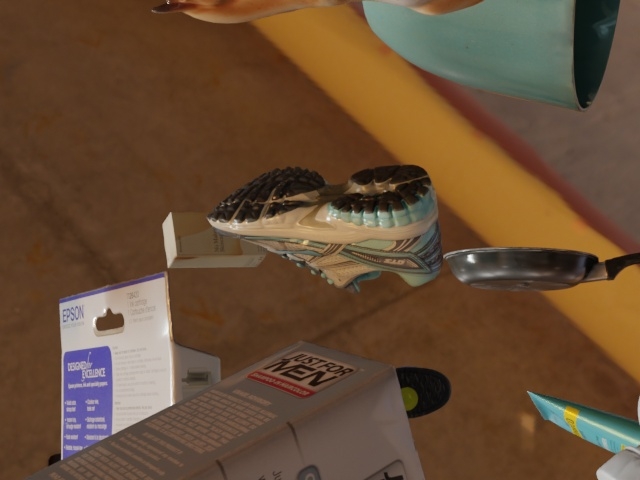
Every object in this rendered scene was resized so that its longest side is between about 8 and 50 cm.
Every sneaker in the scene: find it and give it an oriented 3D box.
[{"bbox_3d":[0.067,0.209,1.540,0.209,0.082,0.069,-12,-91,-12],"label":"sneaker"},{"bbox_3d":[0.000,0.000,1.203,0.283,0.122,0.110,3,-146,40],"label":"sneaker"}]

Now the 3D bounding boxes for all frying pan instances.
[{"bbox_3d":[0.320,0.038,1.507,0.326,0.197,0.053,4,-98,-10],"label":"frying pan"}]

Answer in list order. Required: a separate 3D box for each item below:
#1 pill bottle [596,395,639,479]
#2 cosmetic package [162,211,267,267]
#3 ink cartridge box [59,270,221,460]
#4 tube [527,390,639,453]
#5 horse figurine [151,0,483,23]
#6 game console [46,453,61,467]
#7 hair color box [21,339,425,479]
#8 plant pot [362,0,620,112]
[{"bbox_3d":[0.374,0.124,0.884,0.323,0.181,0.181,-37,-116,-5],"label":"pill bottle"},{"bbox_3d":[-0.126,-0.001,1.391,0.115,0.041,0.060,-2,-113,-24],"label":"cosmetic package"},{"bbox_3d":[-0.199,0.201,1.248,0.072,0.304,0.307,5,-100,-32],"label":"ink cartridge box"},{"bbox_3d":[0.344,0.225,1.364,0.207,0.080,0.052,17,-118,37],"label":"tube"},{"bbox_3d":[0.054,-0.180,0.646,0.263,0.174,0.066,-11,-119,-34],"label":"horse figurine"},{"bbox_3d":[-0.228,0.316,1.650,0.293,0.173,0.250,10,-166,-17],"label":"game console"},{"bbox_3d":[-0.107,0.221,0.665,0.374,0.185,0.114,-24,-164,-27],"label":"hair color box"},{"bbox_3d":[0.179,-0.293,1.213,0.235,0.293,0.293,10,-146,21],"label":"plant pot"}]
